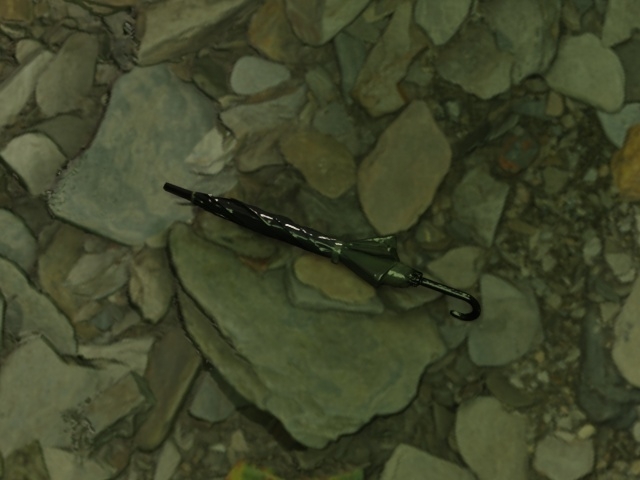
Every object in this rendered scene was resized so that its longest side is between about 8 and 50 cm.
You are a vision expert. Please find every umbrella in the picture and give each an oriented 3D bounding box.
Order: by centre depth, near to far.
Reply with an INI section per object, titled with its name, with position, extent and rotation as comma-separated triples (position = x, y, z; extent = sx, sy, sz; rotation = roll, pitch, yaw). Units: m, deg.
[umbrella]
position = 0.001, -0.003, 0.910
extent = 0.269, 0.044, 0.044
rotation = 23, 49, 9
